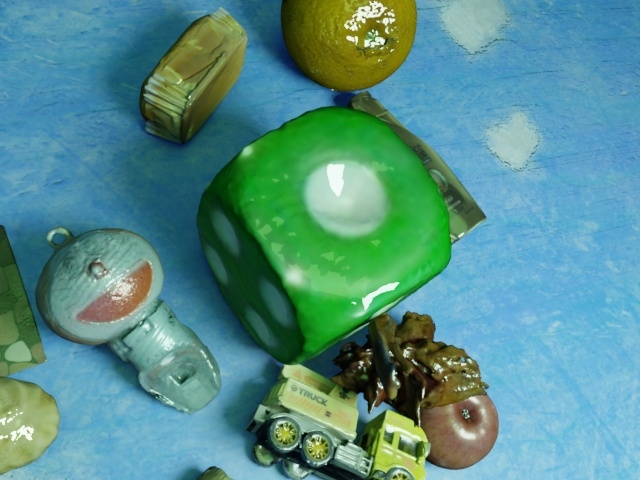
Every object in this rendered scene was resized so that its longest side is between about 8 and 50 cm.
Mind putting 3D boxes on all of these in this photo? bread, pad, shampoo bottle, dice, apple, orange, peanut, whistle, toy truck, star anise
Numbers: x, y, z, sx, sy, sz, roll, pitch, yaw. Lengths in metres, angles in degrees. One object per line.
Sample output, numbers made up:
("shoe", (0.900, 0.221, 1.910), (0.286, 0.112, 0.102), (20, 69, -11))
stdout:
("bread", (-0.228, -0.296, 0.993), (0.107, 0.136, 0.241), (29, 62, -3))
("pad", (-0.519, 0.099, 0.810), (0.158, 0.003, 0.234), (-19, 76, -24))
("shampoo bottle", (0.177, -0.147, 1.095), (0.126, 0.084, 0.350), (-32, 81, -24))
("dice", (0.000, 0.000, 0.849), (0.287, 0.300, 0.297), (-31, 79, -26))
("apple", (0.219, 0.294, 0.907), (0.154, 0.120, 0.153), (6, 66, -14))
("orange", (0.055, -0.418, 1.059), (0.275, 0.274, 0.274), (7, 67, -16))
("peanut", (-0.495, 0.249, 0.676), (0.319, 0.147, 0.147), (-8, 72, -20))
("whistle", (-0.271, 0.113, 0.803), (0.347, 0.189, 0.189), (50, 62, -7))
("toy truck", (0.030, 0.296, 0.847), (0.272, 0.124, 0.157), (25, 53, -3))
("star anise", (0.124, 0.182, 0.804), (0.238, 0.346, 0.148), (12, 88, 19))

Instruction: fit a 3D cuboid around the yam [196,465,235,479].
("yam", (-0.251, 0.455, 0.711), (0.083, 0.083, 0.372), (47, 61, 4))
